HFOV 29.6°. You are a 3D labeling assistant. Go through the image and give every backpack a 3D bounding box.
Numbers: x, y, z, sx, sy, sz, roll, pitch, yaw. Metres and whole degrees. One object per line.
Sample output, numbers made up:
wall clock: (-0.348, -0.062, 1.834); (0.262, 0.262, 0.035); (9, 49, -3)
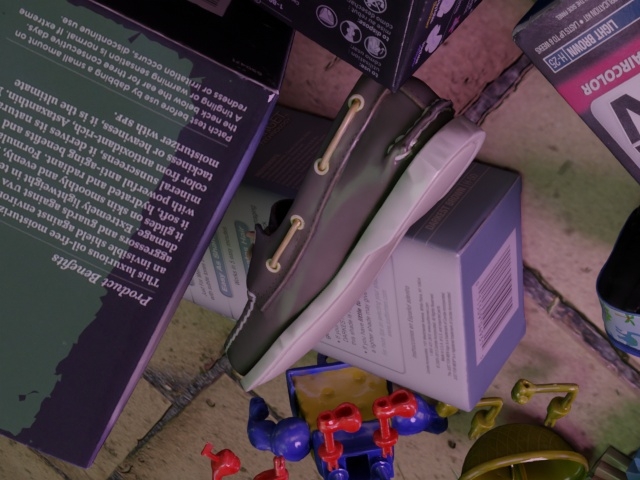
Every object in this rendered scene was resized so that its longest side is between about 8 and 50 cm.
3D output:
backpack: (0.255, 0.038, 0.860); (0.105, 0.114, 0.084); (12, 136, 34)

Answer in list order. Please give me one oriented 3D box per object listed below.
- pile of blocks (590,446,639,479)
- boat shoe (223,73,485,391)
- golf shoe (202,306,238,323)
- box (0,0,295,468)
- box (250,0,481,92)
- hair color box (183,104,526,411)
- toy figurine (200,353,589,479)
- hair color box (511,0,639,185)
pile of blocks: (0.296, 0.252, 1.055); (0.149, 0.112, 0.362); (31, 144, 15)
boat shoe: (0.002, -0.002, 0.887); (0.091, 0.109, 0.305); (44, 129, 9)
golf shoe: (-0.101, 0.050, 1.279); (0.176, 0.069, 0.086); (29, 164, 22)
box: (-0.153, -0.058, 0.847); (0.182, 0.296, 0.294); (26, 113, -8)
box: (0.000, -0.245, 0.779); (0.247, 0.142, 0.163); (35, 146, 12)
hair color box: (-0.011, -0.007, 1.071); (0.374, 0.113, 0.185); (19, 138, 29)
toy figurine: (0.053, 0.155, 1.168); (0.362, 0.217, 0.191); (-12, 127, -2)
hair color box: (0.298, -0.058, 0.725); (0.347, 0.105, 0.174); (46, 146, -8)
